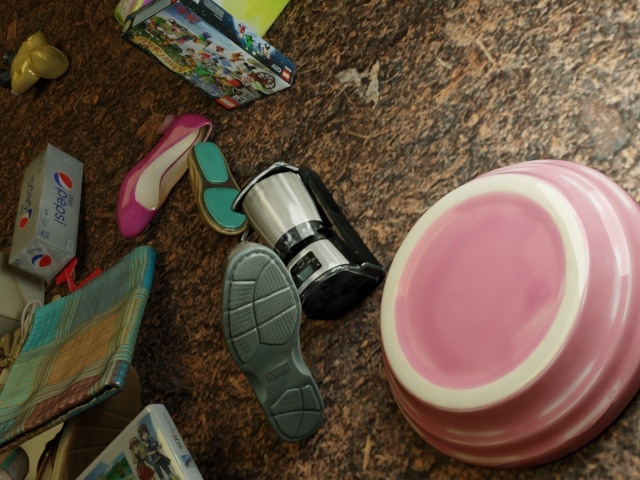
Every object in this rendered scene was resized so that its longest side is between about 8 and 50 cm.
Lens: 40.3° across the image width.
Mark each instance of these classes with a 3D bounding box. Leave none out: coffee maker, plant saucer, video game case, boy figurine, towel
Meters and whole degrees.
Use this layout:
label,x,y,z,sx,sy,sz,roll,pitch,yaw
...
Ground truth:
label,x,y,z,sx,sy,sz,roll,pitch,yaw
coffee maker,0.000,0.000,1.098,0.178,0.171,0.120,57,134,26
plant saucer,0.180,0.061,0.895,0.332,0.084,0.332,-27,50,36
video game case,-0.244,0.429,1.122,0.329,0.036,0.300,-46,61,20
boy figurine,-0.729,-0.453,2.210,0.285,0.092,0.177,1,69,48
towel,-0.388,0.163,1.368,0.271,0.040,0.370,-29,26,14

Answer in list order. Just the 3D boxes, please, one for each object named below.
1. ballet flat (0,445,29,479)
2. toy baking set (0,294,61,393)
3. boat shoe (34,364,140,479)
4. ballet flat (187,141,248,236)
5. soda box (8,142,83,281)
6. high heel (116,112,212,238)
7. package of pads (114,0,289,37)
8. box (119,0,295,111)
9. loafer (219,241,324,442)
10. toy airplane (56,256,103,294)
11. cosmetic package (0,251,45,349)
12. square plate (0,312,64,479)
label,x,y,z,sx,sy,sz,roll,pitch,yaw
ballet flat,-0.546,0.412,1.417,0.316,0.107,0.106,-38,17,42
toy baking set,-0.559,0.215,1.600,0.256,0.030,0.197,-41,42,25
boat shoe,-0.382,0.339,1.328,0.123,0.123,0.342,12,84,39
ballet flat,-0.163,-0.066,1.379,0.232,0.080,0.073,-111,31,-46
soda box,-0.549,-0.060,1.758,0.098,0.091,0.286,-40,38,25
high heel,-0.268,-0.110,1.510,0.117,0.082,0.244,14,72,49
package of pads,-0.180,-0.431,1.467,0.296,0.229,0.101,-50,40,14
box,-0.177,-0.301,1.383,0.159,0.233,0.044,-14,55,44
loafer,-0.068,0.117,1.030,0.096,0.268,0.084,-22,27,-16
toy airplane,-0.465,0.090,1.646,0.151,0.028,0.151,-25,51,35
cosmetic package,-0.699,0.088,1.687,0.113,0.309,0.160,-39,45,28
square plate,-0.502,0.320,1.539,0.344,0.049,0.347,10,76,51
